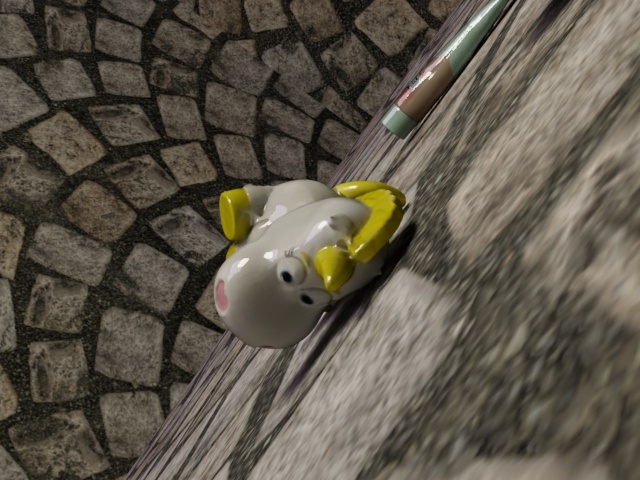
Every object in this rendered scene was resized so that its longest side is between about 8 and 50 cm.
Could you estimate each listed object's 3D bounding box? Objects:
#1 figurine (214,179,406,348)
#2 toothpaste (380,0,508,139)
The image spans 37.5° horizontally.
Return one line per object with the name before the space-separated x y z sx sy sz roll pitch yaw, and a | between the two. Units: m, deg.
figurine | -0.007 0.005 0.587 0.130 0.109 0.178 -32 10 8
toothpaste | 0.141 -0.194 0.985 0.205 0.036 0.056 -49 2 14
